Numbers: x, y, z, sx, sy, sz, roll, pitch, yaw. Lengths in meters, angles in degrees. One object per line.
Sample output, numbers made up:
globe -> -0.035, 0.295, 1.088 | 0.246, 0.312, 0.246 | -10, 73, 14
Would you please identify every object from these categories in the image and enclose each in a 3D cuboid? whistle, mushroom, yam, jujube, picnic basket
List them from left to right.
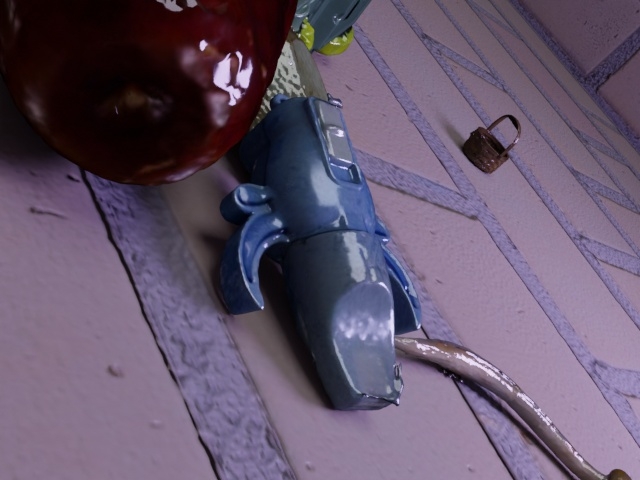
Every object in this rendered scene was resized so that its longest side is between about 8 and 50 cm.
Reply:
jujube -> -0.120, -0.178, 0.664 | 0.223, 0.223, 0.318 | 32, 30, -29
yam -> -0.057, -0.148, 0.850 | 0.106, 0.106, 0.259 | 8, 41, -55
whistle -> 0.000, 0.000, 0.709 | 0.180, 0.093, 0.269 | 14, 54, -42
picnic basket -> 0.253, -0.145, 1.379 | 0.072, 0.083, 0.072 | 37, 25, -21
mushroom -> 0.156, 0.140, 0.816 | 0.306, 0.043, 0.068 | 37, 1, -15

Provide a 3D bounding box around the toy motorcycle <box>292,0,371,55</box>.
toy motorcycle -> -0.038, -0.305, 1.062 | 0.200, 0.191, 0.326 | 43, 37, 2
